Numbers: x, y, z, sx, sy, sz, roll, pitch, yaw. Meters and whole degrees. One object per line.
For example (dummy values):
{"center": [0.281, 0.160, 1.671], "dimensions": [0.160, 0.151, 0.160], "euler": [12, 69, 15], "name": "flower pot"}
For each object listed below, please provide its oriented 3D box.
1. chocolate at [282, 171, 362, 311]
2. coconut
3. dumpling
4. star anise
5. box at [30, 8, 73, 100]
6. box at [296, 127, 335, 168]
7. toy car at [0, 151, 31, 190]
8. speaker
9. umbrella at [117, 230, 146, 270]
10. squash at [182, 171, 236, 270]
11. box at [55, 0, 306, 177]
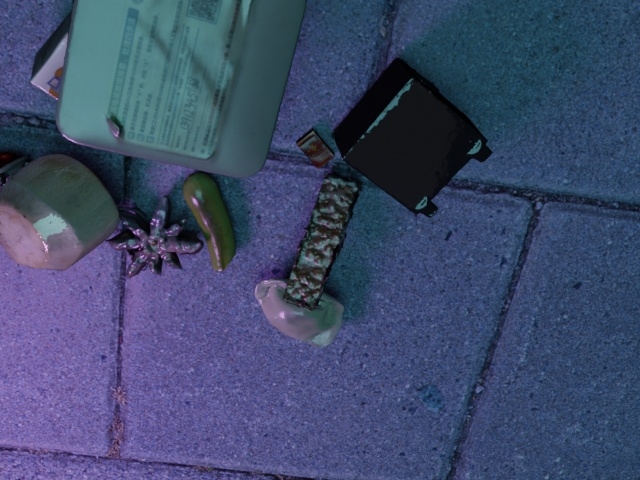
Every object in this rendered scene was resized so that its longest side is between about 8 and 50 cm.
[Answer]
{"center": [0.002, 0.001, 1.616], "dimensions": [0.103, 0.065, 0.329], "euler": [20, 89, -5], "name": "chocolate"}
{"center": [-0.578, -0.065, 1.524], "dimensions": [0.245, 0.247, 0.244], "euler": [16, 128, 22], "name": "coconut"}
{"center": [-0.051, 0.166, 1.710], "dimensions": [0.250, 0.132, 0.162], "euler": [38, 112, -19], "name": "dumpling"}
{"center": [-0.389, -0.004, 1.630], "dimensions": [0.237, 0.093, 0.229], "euler": [13, 113, 1], "name": "star anise"}
{"center": [-0.383, -0.401, 1.382], "dimensions": [0.341, 0.143, 0.225], "euler": [-43, 127, 16], "name": "box"}
{"center": [-0.011, -0.211, 1.585], "dimensions": [0.052, 0.023, 0.082], "euler": [-37, 112, 14], "name": "box"}
{"center": [-0.735, -0.151, 1.546], "dimensions": [0.112, 0.112, 0.139], "euler": [34, 120, -2], "name": "toy car"}
{"center": [0.200, -0.223, 1.502], "dimensions": [0.254, 0.184, 0.232], "euler": [34, 111, -21], "name": "speaker"}
{"center": [-0.467, 0.028, 1.688], "dimensions": [0.022, 0.013, 0.122], "euler": [-32, 114, -2], "name": "umbrella"}
{"center": [-0.257, -0.048, 1.628], "dimensions": [0.083, 0.083, 0.250], "euler": [-13, 119, 4], "name": "squash"}
{"center": [-0.257, -0.336, 1.257], "dimensions": [0.397, 0.111, 0.395], "euler": [11, 106, -20], "name": "box"}
